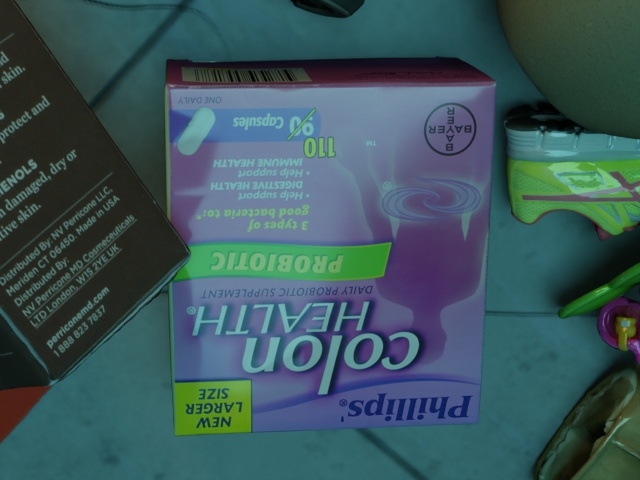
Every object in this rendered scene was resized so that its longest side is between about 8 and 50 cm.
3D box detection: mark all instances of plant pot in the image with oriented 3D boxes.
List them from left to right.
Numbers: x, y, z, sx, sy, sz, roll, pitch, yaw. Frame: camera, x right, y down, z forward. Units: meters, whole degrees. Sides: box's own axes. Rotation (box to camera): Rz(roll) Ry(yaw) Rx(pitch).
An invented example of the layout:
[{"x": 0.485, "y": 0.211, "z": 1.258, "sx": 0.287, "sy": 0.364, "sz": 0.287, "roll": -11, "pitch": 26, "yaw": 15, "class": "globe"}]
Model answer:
[{"x": 0.224, "y": -0.171, "z": 0.757, "sx": 0.284, "sy": 0.284, "sz": 0.191, "roll": 40, "pitch": 132, "yaw": -16, "class": "plant pot"}]

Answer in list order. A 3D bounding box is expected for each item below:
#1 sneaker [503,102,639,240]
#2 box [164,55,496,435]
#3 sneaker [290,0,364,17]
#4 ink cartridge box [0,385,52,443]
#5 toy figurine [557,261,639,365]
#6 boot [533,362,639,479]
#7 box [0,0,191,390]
[{"x": 0.231, "y": -0.044, "z": 0.877, "sx": 0.208, "sy": 0.081, "sz": 0.094, "roll": 5, "pitch": 113, "yaw": -2, "class": "sneaker"}, {"x": 0.000, "y": 0.000, "z": 0.834, "sx": 0.213, "sy": 0.117, "sz": 0.243, "roll": -1, "pitch": 107, "yaw": -7, "class": "box"}, {"x": -0.072, "y": -0.250, "z": 0.775, "sx": 0.267, "sy": 0.101, "sz": 0.106, "roll": 28, "pitch": 90, "yaw": -22, "class": "sneaker"}, {"x": -0.430, "y": 0.099, "z": 0.825, "sx": 0.385, "sy": 0.091, "sz": 0.308, "roll": 41, "pitch": 98, "yaw": -15, "class": "ink cartridge box"}, {"x": 0.282, "y": 0.083, "z": 0.863, "sx": 0.173, "sy": 0.130, "sz": 0.159, "roll": -31, "pitch": 77, "yaw": 23, "class": "toy figurine"}, {"x": 0.344, "y": 0.172, "z": 0.945, "sx": 0.269, "sy": 0.089, "sz": 0.236, "roll": 31, "pitch": 100, "yaw": -13, "class": "boot"}, {"x": -0.270, "y": -0.089, "z": 0.717, "sx": 0.143, "sy": 0.191, "sz": 0.381, "roll": -45, "pitch": 110, "yaw": -38, "class": "box"}]
